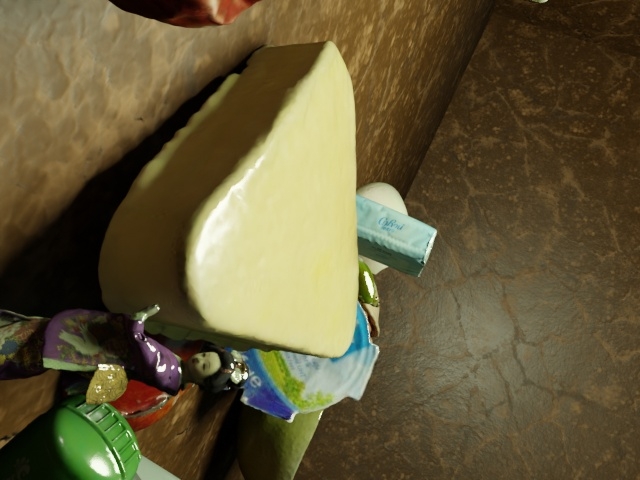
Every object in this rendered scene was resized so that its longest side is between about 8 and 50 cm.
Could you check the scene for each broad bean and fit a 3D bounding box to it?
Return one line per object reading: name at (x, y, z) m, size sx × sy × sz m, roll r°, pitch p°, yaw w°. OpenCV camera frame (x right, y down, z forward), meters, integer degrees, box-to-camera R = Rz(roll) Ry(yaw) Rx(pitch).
broad bean at (-0.001, -0.001, 0.738) m, size 0.052 × 0.256 × 0.053 m, roll -44°, pitch 154°, yaw -1°

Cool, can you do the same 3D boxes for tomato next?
tomato at (-0.170, 0.125, 0.584) m, size 0.227 × 0.101 × 0.228 m, roll -60°, pitch 169°, yaw -19°

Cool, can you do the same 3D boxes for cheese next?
cheese at (-0.060, -0.014, 0.515) m, size 0.384 × 0.104 × 0.383 m, roll 4°, pitch 90°, yaw -67°

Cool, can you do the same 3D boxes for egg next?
egg at (0.095, -0.035, 1.237) m, size 0.271 × 0.162 × 0.206 m, roll -153°, pitch -122°, yaw -68°

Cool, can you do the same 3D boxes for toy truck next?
toy truck at (-0.230, 0.228, 0.368) m, size 0.242 × 0.125 × 0.101 m, roll -42°, pitch 170°, yaw 2°

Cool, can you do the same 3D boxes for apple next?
apple at (-0.050, 0.417, 1.191) m, size 0.312 × 0.320 × 0.360 m, roll -9°, pitch 134°, yaw -28°

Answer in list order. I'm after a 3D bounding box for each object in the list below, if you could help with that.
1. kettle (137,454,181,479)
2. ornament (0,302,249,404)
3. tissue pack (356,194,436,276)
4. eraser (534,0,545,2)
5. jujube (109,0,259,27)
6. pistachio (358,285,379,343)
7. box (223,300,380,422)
kettle at (-0.194, 0.368, 0.610) m, size 0.161 × 0.237 × 0.221 m, roll -63°, pitch 167°, yaw -14°
ornament at (-0.149, 0.076, 0.350) m, size 0.088 × 0.203 × 0.081 m, roll -115°, pitch -147°, yaw -58°
tissue pack at (0.088, -0.022, 0.984) m, size 0.177 × 0.263 × 0.089 m, roll 58°, pitch 54°, yaw -76°
eraser at (0.163, -0.410, 0.554) m, size 0.092 × 0.274 × 0.210 m, roll -44°, pitch 154°, yaw -55°
jujube at (-0.057, -0.239, 0.245) m, size 0.174 × 0.174 × 0.250 m, roll -48°, pitch 169°, yaw -54°
pistachio at (0.053, 0.172, 1.274) m, size 0.229 × 0.230 × 0.309 m, roll -64°, pitch 167°, yaw -10°
box at (-0.057, 0.209, 0.975) m, size 0.291 × 0.262 × 0.206 m, roll -25°, pitch 170°, yaw -8°
